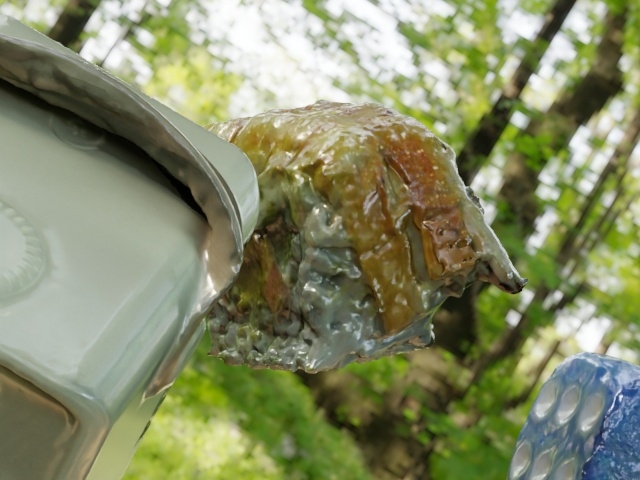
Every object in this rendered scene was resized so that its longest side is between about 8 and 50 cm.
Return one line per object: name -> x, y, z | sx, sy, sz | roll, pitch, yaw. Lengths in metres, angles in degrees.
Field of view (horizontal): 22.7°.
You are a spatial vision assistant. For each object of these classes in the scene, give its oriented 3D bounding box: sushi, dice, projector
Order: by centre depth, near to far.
projector -> -0.140, 0.039, 0.631 | 0.163, 0.242, 0.177 | 30, 34, 0
sushi -> 0.000, 0.000, 1.098 | 0.139, 0.184, 0.274 | -13, 10, -31
dice -> 0.228, 0.170, 1.151 | 0.146, 0.146, 0.143 | 25, -6, -12
